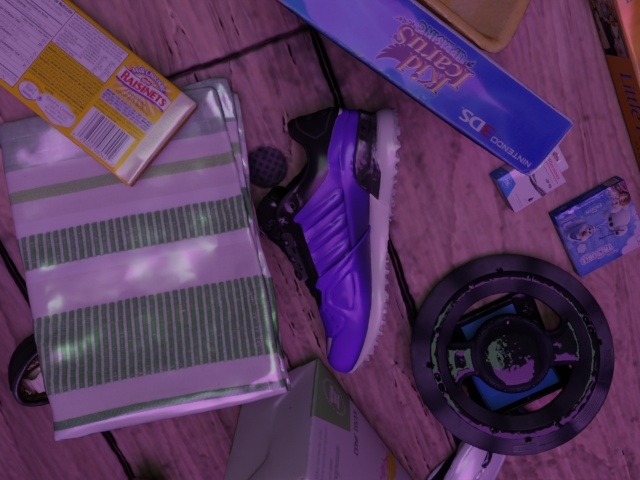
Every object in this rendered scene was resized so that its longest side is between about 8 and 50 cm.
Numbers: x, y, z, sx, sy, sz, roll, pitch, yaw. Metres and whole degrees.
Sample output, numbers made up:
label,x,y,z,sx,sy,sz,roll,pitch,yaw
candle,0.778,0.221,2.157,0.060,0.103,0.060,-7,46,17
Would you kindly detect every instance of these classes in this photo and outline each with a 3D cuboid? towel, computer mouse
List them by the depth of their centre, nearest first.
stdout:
label,x,y,z,sx,sy,sz,roll,pitch,yaw
towel,-0.175,0.015,0.700,0.248,0.038,0.324,-12,84,-2
computer mouse,0.206,0.290,0.909,0.106,0.042,0.193,30,103,-17

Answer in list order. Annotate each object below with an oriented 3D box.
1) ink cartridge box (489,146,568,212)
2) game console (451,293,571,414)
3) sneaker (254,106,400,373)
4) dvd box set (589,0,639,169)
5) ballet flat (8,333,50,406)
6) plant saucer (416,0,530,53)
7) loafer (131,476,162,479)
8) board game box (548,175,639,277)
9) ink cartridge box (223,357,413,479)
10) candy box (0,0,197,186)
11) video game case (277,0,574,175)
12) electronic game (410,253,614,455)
label,x,y,z,sx,sy,sz,roll,pitch,yaw
ink cartridge box,0.240,-0.075,0.791,0.083,0.028,0.048,-33,110,5
game console,0.221,0.135,0.840,0.122,0.071,0.107,-25,110,2
sneaker,0.000,-0.001,0.759,0.146,0.102,0.293,3,104,-3
dvd box set,0.499,-0.156,0.775,0.308,0.062,0.420,-25,110,2
ballet flat,-0.212,0.107,0.767,0.280,0.096,0.095,-29,111,4
plant saucer,0.070,-0.363,0.589,0.333,0.081,0.332,33,73,-15
loafer,-0.158,0.387,0.876,0.092,0.102,0.268,-21,120,0
board game box,0.327,-0.015,0.827,0.090,0.020,0.090,-29,111,4
ink cartridge box,0.043,0.338,0.812,0.119,0.207,0.353,-29,111,16
candy box,-0.231,-0.155,0.676,0.206,0.027,0.105,39,85,-4
video game case,0.060,-0.178,0.619,0.270,0.244,0.061,32,106,-16
electronic game,0.219,0.130,0.810,0.229,0.048,0.229,-1,82,5
